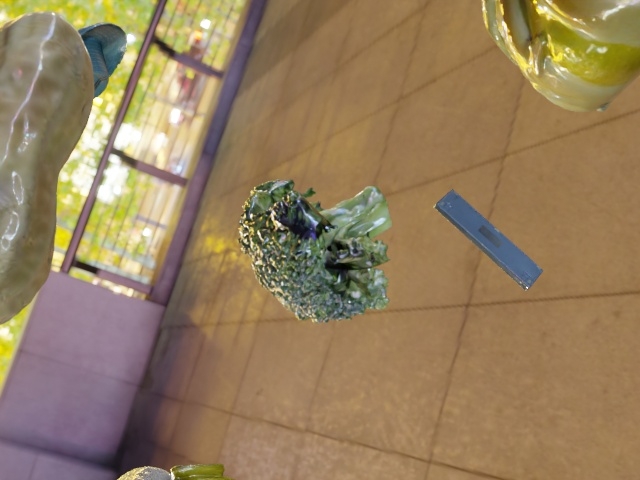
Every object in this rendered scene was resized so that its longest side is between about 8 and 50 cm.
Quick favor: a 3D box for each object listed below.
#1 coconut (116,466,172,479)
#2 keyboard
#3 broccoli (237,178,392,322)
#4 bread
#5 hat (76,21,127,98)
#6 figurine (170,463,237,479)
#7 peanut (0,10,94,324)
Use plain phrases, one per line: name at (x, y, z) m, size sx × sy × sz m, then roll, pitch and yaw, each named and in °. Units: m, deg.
coconut at (-0.272, 0.468, 1.379) m, size 0.202 × 0.222 × 0.202 m, roll -16°, pitch 53°, yaw 22°
keyboard at (0.240, -0.002, 1.242) m, size 0.055 × 0.176 × 0.014 m, roll -39°, pitch -11°, yaw -43°
broccoli at (-0.012, 0.017, 1.716) m, size 0.317 × 0.277 × 0.338 m, roll -16°, pitch 14°, yaw 16°
bread at (0.250, -0.293, 0.837) m, size 0.333 × 0.160 × 0.333 m, roll -165°, pitch 90°, yaw -83°
hat at (-0.340, -0.219, 1.179) m, size 0.190 × 0.078 × 0.138 m, roll -25°, pitch -6°, yaw 12°
figurine at (-0.180, 0.480, 1.225) m, size 0.218 × 0.169 × 0.327 m, roll 111°, pitch 173°, yaw -73°
peanut at (-0.295, -0.066, 0.807) m, size 0.149 × 0.149 × 0.313 m, roll -13°, pitch 58°, yaw 67°
